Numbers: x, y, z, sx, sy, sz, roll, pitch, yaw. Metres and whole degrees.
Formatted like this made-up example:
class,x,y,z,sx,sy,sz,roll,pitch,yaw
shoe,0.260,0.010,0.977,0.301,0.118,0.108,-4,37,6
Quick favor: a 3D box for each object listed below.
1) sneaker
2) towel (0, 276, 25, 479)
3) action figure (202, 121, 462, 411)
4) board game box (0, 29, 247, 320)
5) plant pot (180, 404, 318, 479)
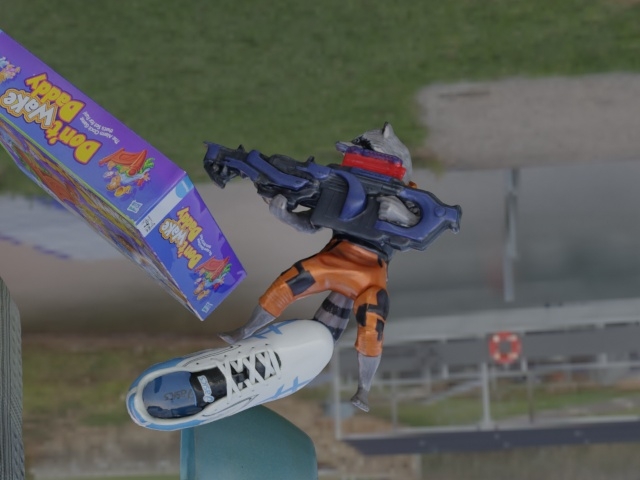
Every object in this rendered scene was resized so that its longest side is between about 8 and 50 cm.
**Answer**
class,x,y,z,sx,sy,sz,roll,pitch,yaw
sneaker,-0.095,0.150,1.533,0.237,0.085,0.086,-20,-174,-1
towel,-0.350,0.081,1.326,0.056,0.324,0.312,-16,130,1
action figure,0.000,0.000,1.757,0.341,0.330,0.178,24,173,20
board game box,-0.256,-0.079,1.605,0.347,0.078,0.233,37,166,29
plant pot,-0.110,0.374,2.189,0.195,0.290,0.290,1,169,-10
